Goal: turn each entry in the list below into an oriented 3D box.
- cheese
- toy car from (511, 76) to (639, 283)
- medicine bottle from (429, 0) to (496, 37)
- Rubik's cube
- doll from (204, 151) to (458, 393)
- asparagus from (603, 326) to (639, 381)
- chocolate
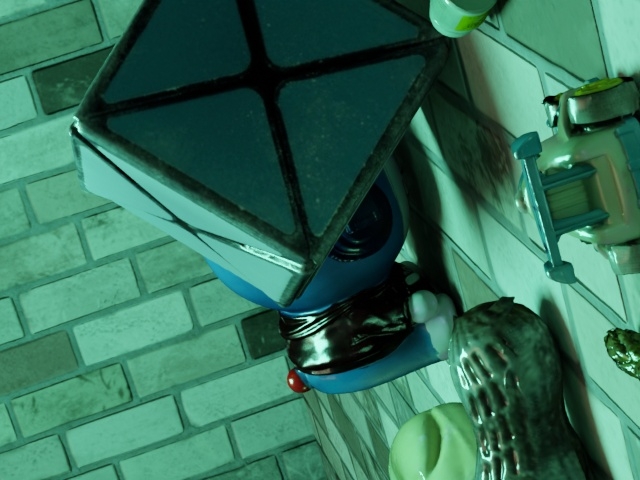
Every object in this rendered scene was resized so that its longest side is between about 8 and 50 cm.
[{"bbox_3d":[0.161,0.300,1.998,0.233,0.127,0.266,-153,46,-79],"label":"cheese"},{"bbox_3d":[0.161,-0.041,1.274,0.161,0.098,0.126,-145,39,-74],"label":"toy car"},{"bbox_3d":[0.109,-0.185,1.488,0.083,0.047,0.047,114,137,-80],"label":"medicine bottle"},{"bbox_3d":[-0.058,-0.114,1.751,0.259,0.260,0.255,28,171,1],"label":"Rubik's cube"},{"bbox_3d":[0.000,0.000,2.057,0.284,0.240,0.310,15,131,63],"label":"doll"},{"bbox_3d":[0.234,0.095,1.345,0.036,0.030,0.165,45,-177,-23],"label":"asparagus"},{"bbox_3d":[0.173,0.166,1.675,0.110,0.110,0.248,-154,50,-79],"label":"chocolate"}]
